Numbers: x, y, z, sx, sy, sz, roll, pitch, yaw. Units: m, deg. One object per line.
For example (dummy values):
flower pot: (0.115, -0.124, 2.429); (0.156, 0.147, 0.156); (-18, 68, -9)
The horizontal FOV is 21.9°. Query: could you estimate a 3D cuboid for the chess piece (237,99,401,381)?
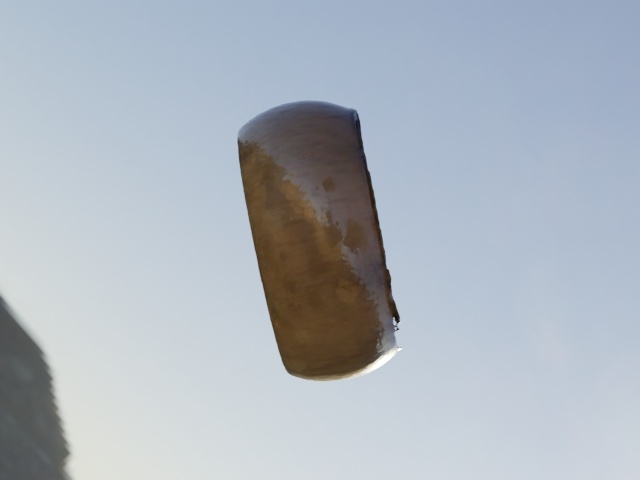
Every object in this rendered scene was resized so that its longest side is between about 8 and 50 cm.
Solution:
chess piece: (0.000, 0.000, 0.490); (0.083, 0.038, 0.084); (168, -90, -89)
